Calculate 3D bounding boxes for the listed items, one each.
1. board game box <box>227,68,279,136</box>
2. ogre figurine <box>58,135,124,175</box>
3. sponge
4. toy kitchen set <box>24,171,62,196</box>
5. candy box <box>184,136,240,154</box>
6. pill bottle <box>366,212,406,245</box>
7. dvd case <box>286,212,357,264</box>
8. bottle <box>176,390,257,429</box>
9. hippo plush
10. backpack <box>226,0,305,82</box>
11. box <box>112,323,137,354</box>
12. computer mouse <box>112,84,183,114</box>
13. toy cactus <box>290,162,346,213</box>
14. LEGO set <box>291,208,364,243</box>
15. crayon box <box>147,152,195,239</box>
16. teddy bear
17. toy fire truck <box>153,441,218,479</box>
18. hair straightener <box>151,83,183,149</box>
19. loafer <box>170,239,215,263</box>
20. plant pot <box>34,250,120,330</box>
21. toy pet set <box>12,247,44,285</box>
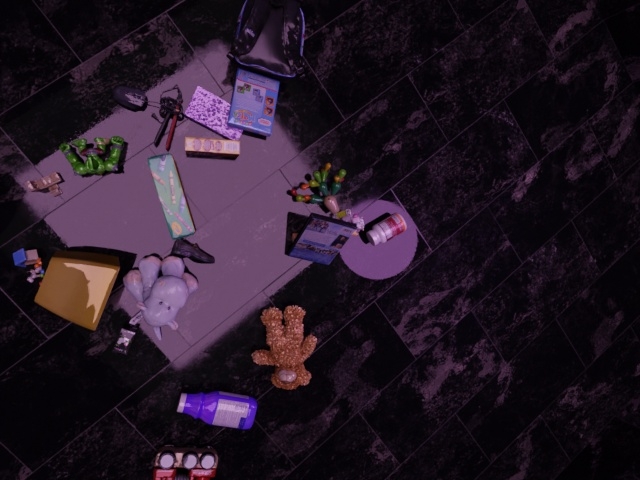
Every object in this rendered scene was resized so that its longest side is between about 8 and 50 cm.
[{"bbox_3d":[-0.242,-0.500,1.579,0.160,0.039,0.211,12,78,-19],"label":"board game box"},{"bbox_3d":[-0.756,-0.279,1.445,0.197,0.097,0.118,-7,84,-26],"label":"ogre figurine"},{"bbox_3d":[-0.373,-0.455,1.572,0.210,0.031,0.117,26,86,-16],"label":"sponge"},{"bbox_3d":[-0.895,-0.176,1.421,0.083,0.075,0.068,-28,102,-8],"label":"toy kitchen set"},{"bbox_3d":[-0.383,-0.330,1.538,0.187,0.109,0.053,-1,95,-16],"label":"candy box"},{"bbox_3d":[0.264,-0.043,1.754,0.152,0.086,0.086,-30,101,-11],"label":"pill bottle"},{"bbox_3d":[0.000,0.000,1.618,0.180,0.253,0.022,14,49,-19],"label":"dvd case"},{"bbox_3d":[-0.384,0.624,1.615,0.283,0.092,0.118,15,89,-16],"label":"bottle"},{"bbox_3d":[-0.560,0.187,1.459,0.234,0.236,0.294,36,84,-15],"label":"hippo plush"},{"bbox_3d":[-0.177,-0.711,1.519,0.276,0.213,0.263,11,99,-22],"label":"backpack"},{"bbox_3d":[-0.686,0.347,1.526,0.052,0.062,0.083,23,87,-18],"label":"box"},{"bbox_3d":[-0.590,-0.478,1.480,0.242,0.041,0.071,11,84,-5],"label":"computer mouse"},{"bbox_3d":[0.012,-0.185,1.669,0.219,0.112,0.180,-33,109,-8],"label":"toy cactus"},{"bbox_3d":[0.028,-0.057,1.681,0.287,0.132,0.107,-12,77,13],"label":"LEGO set"},{"bbox_3d":[-0.506,-0.148,1.487,0.081,0.165,0.278,-16,99,-14],"label":"crayon box"},{"bbox_3d":[-0.132,0.413,1.664,0.245,0.113,0.338,11,91,-14],"label":"teddy bear"},{"bbox_3d":[-0.503,0.879,1.588,0.217,0.158,0.246,10,81,-17],"label":"toy fire truck"},{"bbox_3d":[-0.545,-0.439,1.516,0.089,0.047,0.230,16,89,-17],"label":"hair straightener"},{"bbox_3d":[-0.449,0.042,1.555,0.170,0.062,0.061,26,64,-45],"label":"loafer"},{"bbox_3d":[-0.778,0.138,1.389,0.187,0.212,0.212,22,88,-28],"label":"plant pot"},{"bbox_3d":[-0.946,0.084,1.405,0.065,0.122,0.114,-11,70,-39],"label":"toy pet set"}]
